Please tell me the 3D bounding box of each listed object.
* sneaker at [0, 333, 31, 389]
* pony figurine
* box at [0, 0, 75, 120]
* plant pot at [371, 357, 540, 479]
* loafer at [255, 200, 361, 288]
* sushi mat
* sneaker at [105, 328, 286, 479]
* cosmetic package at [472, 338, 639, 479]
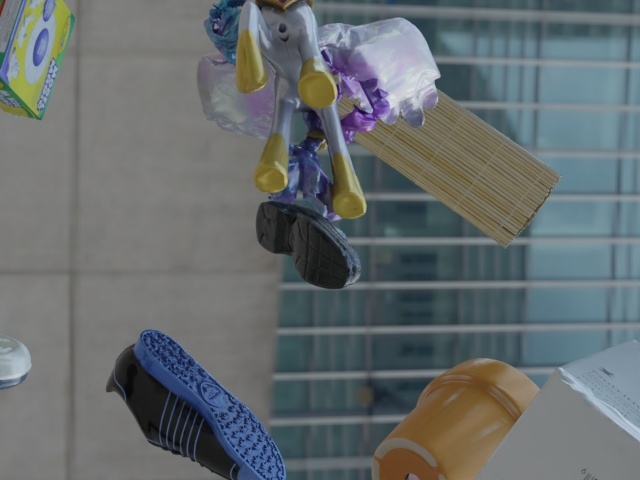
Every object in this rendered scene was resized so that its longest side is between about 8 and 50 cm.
[{"bbox_3d":[-0.462,0.186,1.745,0.131,0.350,0.148,-59,140,-78],"label":"sneaker"},{"bbox_3d":[-0.017,-0.196,1.975,0.351,0.303,0.363,73,9,-46],"label":"pony figurine"},{"bbox_3d":[-0.259,-0.170,1.460,0.179,0.043,0.105,77,29,-81],"label":"box"},{"bbox_3d":[0.172,0.275,2.130,0.205,0.188,0.205,18,-63,38],"label":"plant pot"},{"bbox_3d":[0.000,0.000,1.619,0.170,0.061,0.062,39,-54,54],"label":"loafer"},{"bbox_3d":[0.167,-0.126,2.312,0.151,0.316,0.019,-59,173,37],"label":"sushi mat"},{"bbox_3d":[-0.139,0.206,1.858,0.232,0.081,0.090,46,-62,11],"label":"sneaker"},{"bbox_3d":[0.264,0.208,1.360,0.156,0.217,0.385,-55,167,12],"label":"cosmetic package"}]
